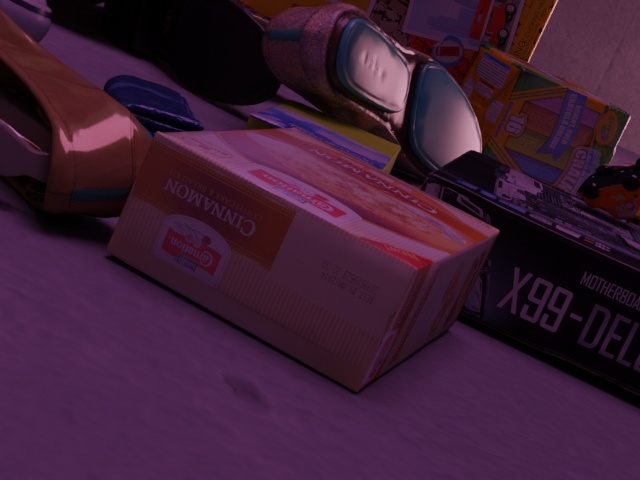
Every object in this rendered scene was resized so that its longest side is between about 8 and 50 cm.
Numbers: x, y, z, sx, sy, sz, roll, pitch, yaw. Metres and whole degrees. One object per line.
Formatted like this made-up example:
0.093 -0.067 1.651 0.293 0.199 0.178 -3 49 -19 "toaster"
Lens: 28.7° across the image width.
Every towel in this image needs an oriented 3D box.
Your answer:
-0.123 -0.094 0.901 0.067 0.029 0.119 19 14 -16 "towel"

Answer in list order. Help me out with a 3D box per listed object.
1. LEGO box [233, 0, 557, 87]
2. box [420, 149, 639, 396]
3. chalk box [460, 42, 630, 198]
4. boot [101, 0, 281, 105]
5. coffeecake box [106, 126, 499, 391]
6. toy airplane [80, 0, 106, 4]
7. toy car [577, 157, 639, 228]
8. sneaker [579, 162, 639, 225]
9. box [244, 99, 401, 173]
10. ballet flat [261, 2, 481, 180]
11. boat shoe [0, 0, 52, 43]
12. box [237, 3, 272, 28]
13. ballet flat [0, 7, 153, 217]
0.134 -0.419 1.600 0.372 0.500 0.193 21 13 -11 "LEGO box"
0.213 0.040 0.852 0.307 0.076 0.242 25 13 9 "box"
0.280 -0.133 1.536 0.213 0.132 0.132 18 15 -24 "chalk box"
-0.066 -0.189 1.247 0.263 0.091 0.229 32 16 39 "boot"
0.000 0.000 0.656 0.142 0.068 0.185 28 14 14 "coffeecake box"
-0.200 -0.263 1.353 0.151 0.028 0.151 7 9 -1 "toy airplane"
0.209 -0.017 0.864 0.040 0.060 0.122 64 23 -17 "toy car"
0.332 0.029 1.030 0.279 0.107 0.118 35 26 2 "sneaker"
0.001 -0.070 0.991 0.109 0.042 0.178 24 13 4 "box"
0.049 -0.135 1.148 0.106 0.107 0.316 10 -14 32 "ballet flat"
-0.338 -0.302 0.951 0.367 0.156 0.136 35 2 -6 "boat shoe"
-0.139 -0.268 1.497 0.169 0.059 0.054 24 14 2 "box"
-0.181 -0.081 0.656 0.232 0.080 0.073 30 29 32 "ballet flat"
